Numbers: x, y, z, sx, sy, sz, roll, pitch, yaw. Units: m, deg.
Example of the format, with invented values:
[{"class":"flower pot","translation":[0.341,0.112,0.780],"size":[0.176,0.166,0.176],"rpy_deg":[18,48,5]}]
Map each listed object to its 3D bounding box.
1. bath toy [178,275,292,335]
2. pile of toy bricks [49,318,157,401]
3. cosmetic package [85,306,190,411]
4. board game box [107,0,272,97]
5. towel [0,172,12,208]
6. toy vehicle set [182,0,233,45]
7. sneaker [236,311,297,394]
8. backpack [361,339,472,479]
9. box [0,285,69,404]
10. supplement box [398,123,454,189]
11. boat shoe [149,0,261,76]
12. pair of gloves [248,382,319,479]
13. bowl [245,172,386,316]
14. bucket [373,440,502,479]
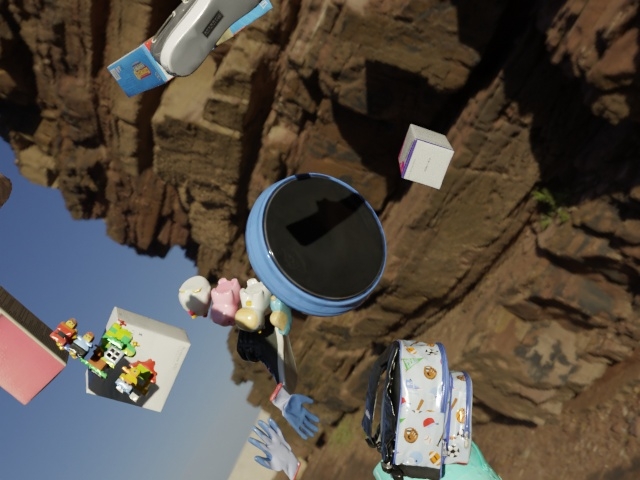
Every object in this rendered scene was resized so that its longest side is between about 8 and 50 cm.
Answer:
[{"class":"bath toy","translation":[-0.247,0.189,1.808],"size":[0.151,0.347,0.129],"rpy_deg":[-56,-39,-46]},{"class":"pile of toy bricks","translation":[-0.401,0.202,1.219],"size":[0.105,0.212,0.118],"rpy_deg":[-55,-4,-26]},{"class":"cosmetic package","translation":[-0.529,0.346,1.852],"size":[0.224,0.224,0.138],"rpy_deg":[-66,25,4]},{"class":"board game box","translation":[-0.302,-0.455,1.439],"size":[0.302,0.086,0.308],"rpy_deg":[-42,24,-20]},{"class":"towel","translation":[-0.471,-0.104,0.617],"size":[0.053,0.316,0.332],"rpy_deg":[-56,22,2]},{"class":"toy vehicle set","translation":[-0.246,-0.473,1.162],"size":[0.035,0.166,0.267],"rpy_deg":[-32,41,-2]},{"class":"sneaker","translation":[-0.159,0.341,1.835],"size":[0.296,0.146,0.105],"rpy_deg":[-107,-8,-48]},{"class":"backpack","translation":[0.205,0.337,1.318],"size":[0.276,0.212,0.264],"rpy_deg":[140,128,-84]},{"class":"box","translation":[-0.690,0.226,1.418],"size":[0.127,0.232,0.148],"rpy_deg":[-45,18,-7]},{"class":"supplement box","translation":[0.285,-0.234,1.754],"size":[0.220,0.113,0.111],"rpy_deg":[-81,9,-68]},{"class":"boat shoe","translation":[-0.157,-0.333,0.905],"size":[0.229,0.076,0.080],"rpy_deg":[-53,-31,-1]},{"class":"pair of gloves","translation":[-0.075,0.410,1.384],"size":[0.023,0.159,0.198],"rpy_deg":[-16,33,40]},{"class":"bowl","translation":[0.000,0.000,1.657],"size":[0.077,0.391,0.391],"rpy_deg":[-42,14,54]},{"class":"bucket","translation":[0.276,0.578,1.545],"size":[0.281,0.183,0.281],"rpy_deg":[-25,-31,-16]}]
